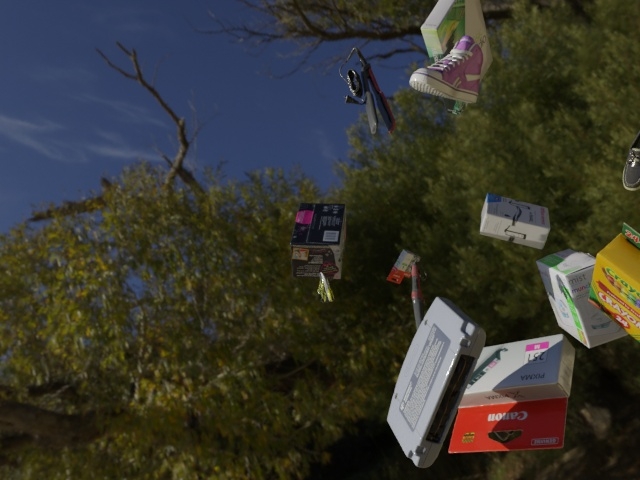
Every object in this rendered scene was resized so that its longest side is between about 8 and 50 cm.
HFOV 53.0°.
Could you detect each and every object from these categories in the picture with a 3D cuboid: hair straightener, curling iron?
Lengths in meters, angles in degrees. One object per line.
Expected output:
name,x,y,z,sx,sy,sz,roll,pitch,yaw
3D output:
hair straightener,0.095,-0.338,1.441,0.089,0.230,0.047,-9,-21,-15
curling iron,0.282,0.169,1.813,0.035,0.274,0.068,-26,-50,27

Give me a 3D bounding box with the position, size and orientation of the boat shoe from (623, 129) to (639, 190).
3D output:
boat shoe,0.989,-0.266,1.992,0.073,0.080,0.224,33,-102,-46

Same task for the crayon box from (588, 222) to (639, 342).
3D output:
crayon box,0.722,0.115,1.453,0.081,0.202,0.318,-39,-33,-7

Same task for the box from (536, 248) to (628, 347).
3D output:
box,0.780,0.163,1.926,0.126,0.231,0.262,-22,7,4

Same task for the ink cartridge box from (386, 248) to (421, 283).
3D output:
ink cartridge box,0.264,0.089,2.041,0.063,0.029,0.115,19,-73,-34

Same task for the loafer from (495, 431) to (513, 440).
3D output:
loafer,0.577,0.516,1.943,0.078,0.080,0.220,-49,-8,37

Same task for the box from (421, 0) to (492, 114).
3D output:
box,0.393,-0.550,1.814,0.232,0.058,0.322,-59,-38,-19

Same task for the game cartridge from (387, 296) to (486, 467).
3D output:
game cartridge,0.224,0.273,1.289,0.062,0.198,0.297,18,-79,-10

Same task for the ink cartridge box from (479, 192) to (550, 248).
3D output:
ink cartridge box,0.624,-0.064,2.067,0.203,0.148,0.086,14,-57,8

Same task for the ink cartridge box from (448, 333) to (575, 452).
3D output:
ink cartridge box,0.397,0.333,1.388,0.275,0.239,0.060,-20,-59,42

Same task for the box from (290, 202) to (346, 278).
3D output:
box,0.000,0.000,2.090,0.163,0.247,0.142,2,-55,6

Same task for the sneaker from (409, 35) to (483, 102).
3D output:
sneaker,0.323,-0.443,1.622,0.282,0.102,0.161,-8,-66,-54

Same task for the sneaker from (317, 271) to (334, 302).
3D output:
sneaker,0.006,0.119,1.616,0.035,0.083,0.031,-24,-27,11
